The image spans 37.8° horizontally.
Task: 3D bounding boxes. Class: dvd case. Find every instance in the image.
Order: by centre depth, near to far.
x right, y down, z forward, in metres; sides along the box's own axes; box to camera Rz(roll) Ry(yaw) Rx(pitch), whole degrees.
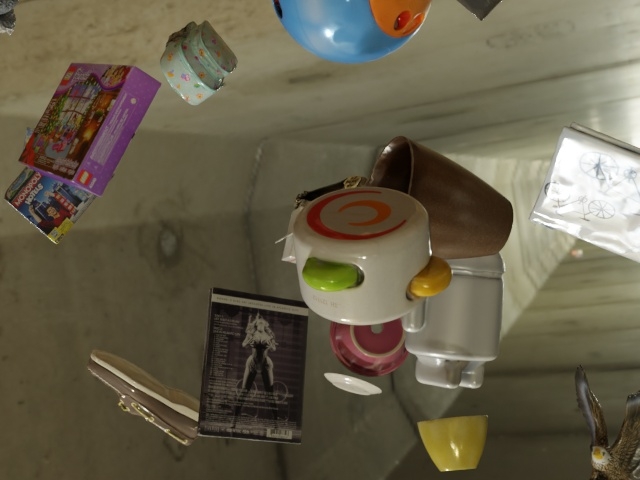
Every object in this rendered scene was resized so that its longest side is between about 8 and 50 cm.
[{"bbox_3d":[-0.100,0.191,1.420,0.164,0.018,0.221,11,-107,-25],"label":"dvd case"}]

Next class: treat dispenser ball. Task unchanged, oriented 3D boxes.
[{"bbox_3d":[0.055,-0.450,1.613,0.288,0.288,0.288,-8,-90,-73],"label":"treat dispenser ball"}]

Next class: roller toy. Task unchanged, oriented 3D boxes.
[{"bbox_3d":[0.063,0.024,1.323,0.191,0.209,0.146,-122,22,-58],"label":"roller toy"}]

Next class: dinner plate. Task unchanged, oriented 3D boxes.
[{"bbox_3d":[0.074,0.340,2.193,0.141,0.141,0.017,50,-127,-60],"label":"dinner plate"}]

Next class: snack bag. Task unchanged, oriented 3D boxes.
[{"bbox_3d":[0.670,-0.095,2.147,0.342,0.323,0.037,96,-159,-53],"label":"snack bag"}]

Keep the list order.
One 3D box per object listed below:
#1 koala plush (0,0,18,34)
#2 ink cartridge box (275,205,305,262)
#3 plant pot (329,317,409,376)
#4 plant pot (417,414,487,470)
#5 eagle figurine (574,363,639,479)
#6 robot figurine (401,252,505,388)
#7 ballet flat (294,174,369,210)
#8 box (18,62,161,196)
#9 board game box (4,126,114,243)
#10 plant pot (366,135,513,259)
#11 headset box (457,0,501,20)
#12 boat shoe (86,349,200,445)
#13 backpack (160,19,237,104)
[{"bbox_3d":[-0.632,-0.452,1.687,0.221,0.203,0.196,-20,-49,-54],"label":"koala plush"},{"bbox_3d":[0.000,0.000,1.590,0.092,0.143,0.090,156,127,-77],"label":"ink cartridge box"},{"bbox_3d":[0.124,0.215,2.178,0.180,0.201,0.201,108,157,-80],"label":"plant pot"},{"bbox_3d":[0.255,0.386,1.772,0.134,0.134,0.095,35,-132,-67],"label":"plant pot"},{"bbox_3d":[0.640,0.453,2.066,0.225,0.226,0.298,99,-168,-81],"label":"eagle figurine"},{"bbox_3d":[0.286,0.134,1.996,0.300,0.199,0.353,8,-94,-43],"label":"robot figurine"},{"bbox_3d":[0.020,-0.112,2.251,0.058,0.250,0.084,51,-127,-18],"label":"ballet flat"},{"bbox_3d":[-0.384,-0.189,1.526,0.057,0.293,0.201,32,-98,-34],"label":"box"},{"bbox_3d":[-0.557,-0.129,1.921,0.194,0.060,0.194,-54,-50,-17],"label":"board game box"},{"bbox_3d":[0.216,-0.051,1.665,0.215,0.230,0.215,-165,90,-72],"label":"plant pot"},{"bbox_3d":[0.387,-0.624,2.022,0.110,0.218,0.293,36,-145,-13],"label":"headset box"},{"bbox_3d":[-0.411,0.368,2.185,0.324,0.097,0.116,33,-173,-17],"label":"boat shoe"},{"bbox_3d":[-0.297,-0.428,2.262,0.166,0.144,0.188,52,-146,-26],"label":"backpack"}]
